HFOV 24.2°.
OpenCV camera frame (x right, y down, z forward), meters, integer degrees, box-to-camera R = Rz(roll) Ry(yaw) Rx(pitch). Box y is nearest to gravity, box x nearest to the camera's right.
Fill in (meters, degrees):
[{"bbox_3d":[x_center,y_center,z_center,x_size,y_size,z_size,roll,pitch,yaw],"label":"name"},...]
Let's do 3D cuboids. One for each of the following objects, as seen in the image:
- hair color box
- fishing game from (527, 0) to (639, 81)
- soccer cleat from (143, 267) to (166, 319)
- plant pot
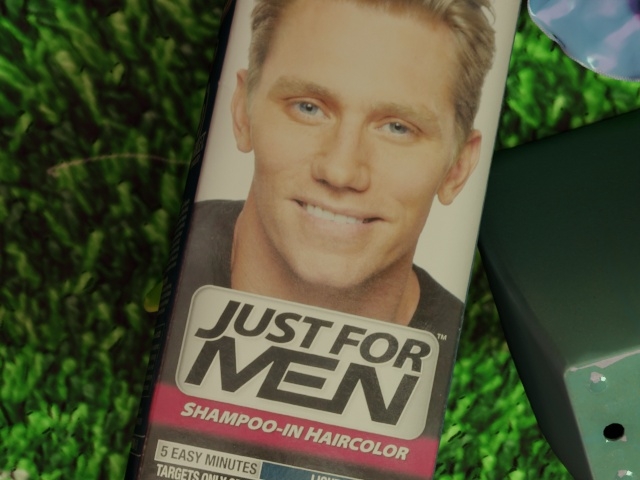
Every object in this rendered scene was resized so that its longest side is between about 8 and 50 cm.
[{"bbox_3d":[0.000,0.000,0.908,0.173,0.105,0.347,12,81,-8],"label":"hair color box"},{"bbox_3d":[0.201,-0.188,0.899,0.189,0.041,0.264,-26,94,17],"label":"fishing game"},{"bbox_3d":[-0.035,0.031,1.049,0.178,0.060,0.072,-19,118,5],"label":"soccer cleat"},{"bbox_3d":[0.196,0.048,0.963,0.165,0.234,0.165,-16,117,8],"label":"plant pot"}]
